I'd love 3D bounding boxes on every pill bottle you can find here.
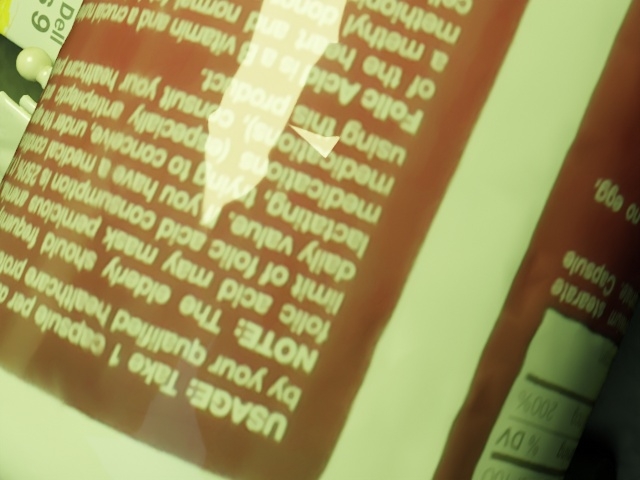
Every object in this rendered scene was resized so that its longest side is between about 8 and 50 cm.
[{"bbox_3d":[0.000,0.000,0.481,0.224,0.224,0.392,23,88,22],"label":"pill bottle"}]

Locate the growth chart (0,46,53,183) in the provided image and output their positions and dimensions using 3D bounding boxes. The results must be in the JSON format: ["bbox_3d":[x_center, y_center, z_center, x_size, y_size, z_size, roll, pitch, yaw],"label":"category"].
[{"bbox_3d":[-0.123,0.012,0.686,0.172,0.021,0.237,46,141,2],"label":"growth chart"}]

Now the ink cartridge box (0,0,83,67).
[{"bbox_3d":[-0.120,-0.179,0.655,0.212,0.093,0.154,34,114,16],"label":"ink cartridge box"}]

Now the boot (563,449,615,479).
[{"bbox_3d":[0.060,0.185,0.652,0.137,0.077,0.198,11,93,28],"label":"boot"}]
